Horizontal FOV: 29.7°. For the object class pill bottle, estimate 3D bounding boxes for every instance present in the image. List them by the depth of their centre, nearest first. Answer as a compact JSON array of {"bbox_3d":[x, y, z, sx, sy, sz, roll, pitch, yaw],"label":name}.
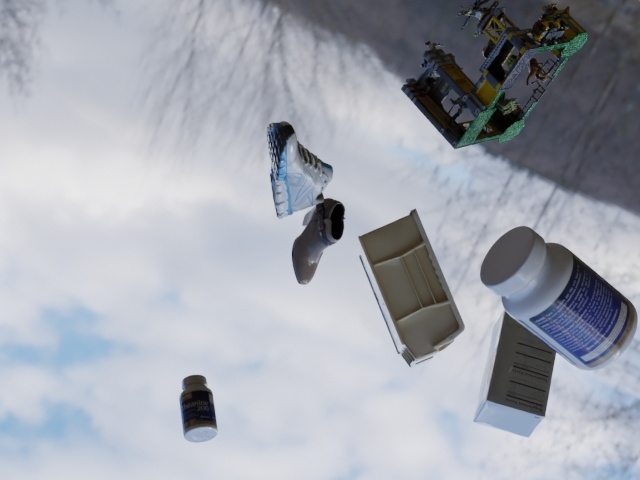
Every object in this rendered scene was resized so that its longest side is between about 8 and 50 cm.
[{"bbox_3d":[0.408,0.098,2.076,0.265,0.153,0.153,37,-168,-23],"label":"pill bottle"},{"bbox_3d":[-0.236,0.321,2.314,0.067,0.067,0.120,14,-132,-33],"label":"pill bottle"}]

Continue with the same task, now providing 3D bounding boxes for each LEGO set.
[{"bbox_3d":[0.302,-0.330,2.193,0.255,0.331,0.192,-22,-117,-37],"label":"LEGO set"}]

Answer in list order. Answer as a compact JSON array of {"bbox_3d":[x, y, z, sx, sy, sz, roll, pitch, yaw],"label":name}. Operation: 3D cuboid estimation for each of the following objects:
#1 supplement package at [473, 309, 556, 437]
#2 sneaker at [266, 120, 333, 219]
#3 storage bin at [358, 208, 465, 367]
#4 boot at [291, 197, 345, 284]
[{"bbox_3d":[0.440,0.293,2.694,0.134,0.139,0.244,16,-121,2],"label":"supplement package"},{"bbox_3d":[-0.025,-0.099,1.569,0.083,0.190,0.071,-10,-116,-4],"label":"sneaker"},{"bbox_3d":[0.174,0.102,2.327,0.262,0.123,0.260,80,168,-81],"label":"storage bin"},{"bbox_3d":[0.000,0.000,1.654,0.042,0.118,0.087,9,170,-30],"label":"boot"}]
